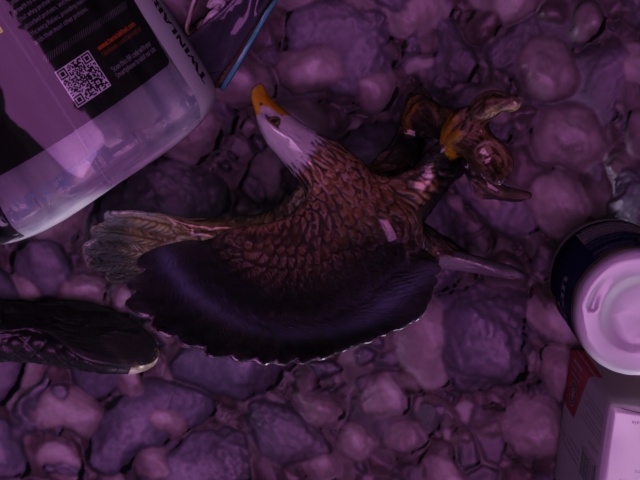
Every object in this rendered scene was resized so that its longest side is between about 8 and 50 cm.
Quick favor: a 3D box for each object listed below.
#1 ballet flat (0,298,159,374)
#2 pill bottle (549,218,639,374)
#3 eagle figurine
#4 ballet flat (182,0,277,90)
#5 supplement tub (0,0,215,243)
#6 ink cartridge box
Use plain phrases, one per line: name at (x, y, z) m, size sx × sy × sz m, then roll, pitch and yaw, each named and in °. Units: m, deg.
ballet flat at (-0.214, 0.078, 1.384) m, size 0.173 × 0.057 × 0.049 m, roll 9°, pitch 142°, yaw -3°
pill bottle at (0.224, 0.036, 1.321) m, size 0.094 × 0.169 × 0.094 m, roll 0°, pitch 102°, yaw -2°
eagle figurine at (-0.007, -0.008, 1.287) m, size 0.298 × 0.226 × 0.225 m, roll -39°, pitch 64°, yaw -10°
ballet flat at (-0.045, -0.208, 1.311) m, size 0.074 × 0.074 × 0.203 m, roll 36°, pitch 101°, yaw -9°
supplement tub at (-0.243, -0.184, 1.237) m, size 0.207 × 0.207 × 0.338 m, roll -31°, pitch 102°, yaw 5°
ink cartridge box at (0.238, 0.213, 1.366) m, size 0.092 × 0.158 × 0.218 m, roll 7°, pitch 102°, yaw -4°
